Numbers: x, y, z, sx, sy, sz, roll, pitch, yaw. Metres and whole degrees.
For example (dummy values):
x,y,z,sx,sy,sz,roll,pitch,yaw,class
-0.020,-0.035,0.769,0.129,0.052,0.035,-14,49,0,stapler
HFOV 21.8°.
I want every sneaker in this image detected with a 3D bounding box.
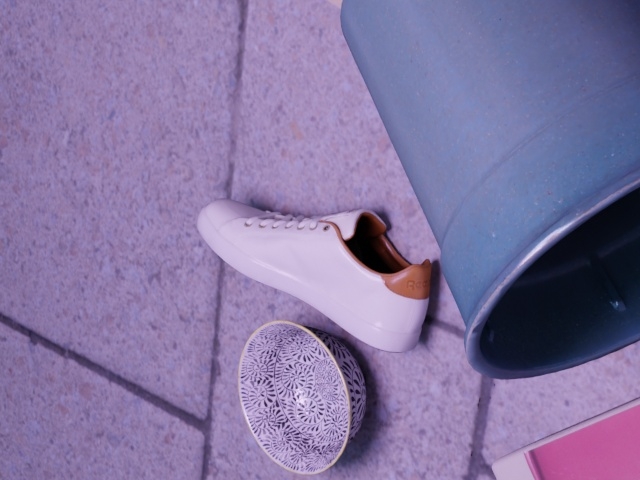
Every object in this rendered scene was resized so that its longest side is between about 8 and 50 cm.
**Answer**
x,y,z,sx,sy,sz,roll,pitch,yaw,class
0.000,0.000,1.759,0.290,0.106,0.123,28,115,25,sneaker

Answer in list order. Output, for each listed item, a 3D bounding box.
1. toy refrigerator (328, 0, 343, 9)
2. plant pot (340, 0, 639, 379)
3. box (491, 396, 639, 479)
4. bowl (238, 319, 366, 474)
x,y,z,sx,sy,sz,roll,pitch,yaw,class
0.072,-0.355,1.590,0.102,0.094,0.269,33,124,9,toy refrigerator
0.197,-0.113,1.392,0.341,0.341,0.334,-52,56,39,plant pot
0.296,0.202,1.472,0.232,0.149,0.126,-33,77,45,box
-0.004,0.163,1.807,0.170,0.080,0.170,12,108,43,bowl
